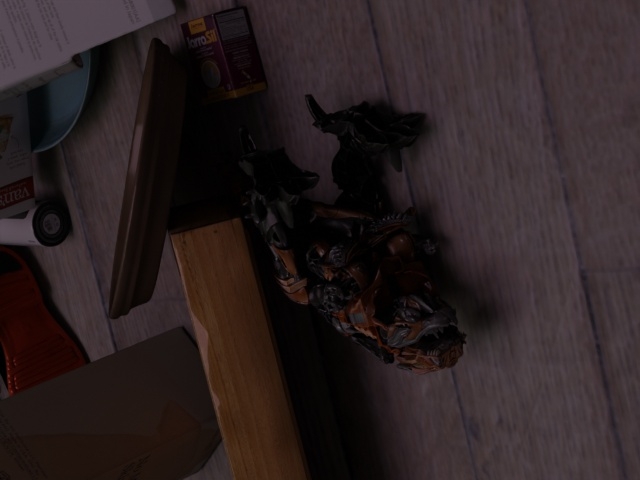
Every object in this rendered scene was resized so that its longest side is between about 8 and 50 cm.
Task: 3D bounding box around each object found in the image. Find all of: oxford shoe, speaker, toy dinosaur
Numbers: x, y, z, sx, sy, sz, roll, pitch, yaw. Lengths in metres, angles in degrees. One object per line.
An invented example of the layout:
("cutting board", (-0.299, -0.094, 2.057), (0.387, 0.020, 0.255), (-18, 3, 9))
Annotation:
("oxford shoe", (-0.349, 0.140, 1.853), (0.271, 0.097, 0.098), (67, 158, 8))
("speaker", (-0.355, -0.020, 1.802), (0.136, 0.055, 0.055), (3, 108, 46))
("toy dinosaur", (0.000, 0.000, 1.384), (0.322, 0.164, 0.218), (17, 134, 26))

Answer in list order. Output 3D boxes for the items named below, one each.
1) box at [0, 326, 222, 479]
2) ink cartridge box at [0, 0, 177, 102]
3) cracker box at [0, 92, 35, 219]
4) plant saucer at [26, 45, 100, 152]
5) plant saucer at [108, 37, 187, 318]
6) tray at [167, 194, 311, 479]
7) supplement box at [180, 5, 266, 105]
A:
("box", (-0.251, 0.219, 1.603), (0.121, 0.311, 0.148), (50, 136, 19))
("ink cartridge box", (-0.299, -0.301, 1.553), (0.060, 0.239, 0.275), (52, -164, -85))
("cracker box", (-0.397, -0.127, 1.662), (0.067, 0.155, 0.232), (20, 121, 39))
("plant saucer", (-0.340, -0.256, 1.697), (0.317, 0.043, 0.318), (21, 121, 39))
("plant saucer", (-0.168, -0.058, 1.494), (0.278, 0.041, 0.278), (-172, 90, -82))
("tray", (-0.066, 0.170, 1.498), (0.203, 0.076, 0.411), (-135, 32, -79))
("supplement box", (-0.093, -0.177, 1.474), (0.055, 0.043, 0.083), (-9, 99, 49))
